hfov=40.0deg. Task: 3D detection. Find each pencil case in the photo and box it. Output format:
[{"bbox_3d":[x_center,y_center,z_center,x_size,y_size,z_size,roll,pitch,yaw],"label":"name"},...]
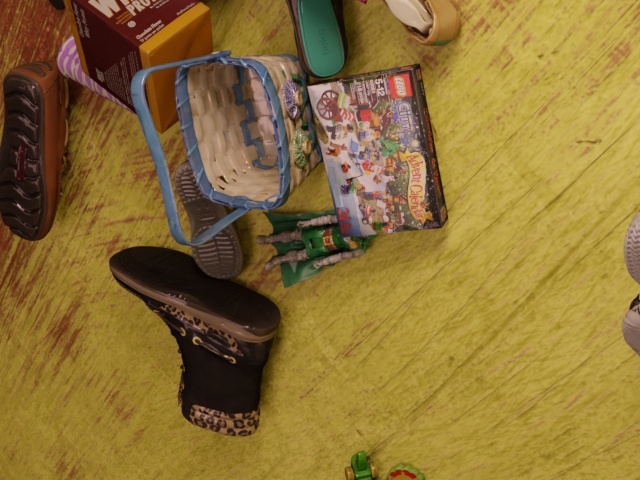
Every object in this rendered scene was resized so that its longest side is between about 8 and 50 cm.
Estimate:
[{"bbox_3d":[-0.370,-0.295,1.551,0.206,0.086,0.088,28,93,23],"label":"pencil case"}]

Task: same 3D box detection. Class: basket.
[{"bbox_3d":[-0.137,-0.158,1.286,0.201,0.289,0.255,9,120,41],"label":"basket"}]

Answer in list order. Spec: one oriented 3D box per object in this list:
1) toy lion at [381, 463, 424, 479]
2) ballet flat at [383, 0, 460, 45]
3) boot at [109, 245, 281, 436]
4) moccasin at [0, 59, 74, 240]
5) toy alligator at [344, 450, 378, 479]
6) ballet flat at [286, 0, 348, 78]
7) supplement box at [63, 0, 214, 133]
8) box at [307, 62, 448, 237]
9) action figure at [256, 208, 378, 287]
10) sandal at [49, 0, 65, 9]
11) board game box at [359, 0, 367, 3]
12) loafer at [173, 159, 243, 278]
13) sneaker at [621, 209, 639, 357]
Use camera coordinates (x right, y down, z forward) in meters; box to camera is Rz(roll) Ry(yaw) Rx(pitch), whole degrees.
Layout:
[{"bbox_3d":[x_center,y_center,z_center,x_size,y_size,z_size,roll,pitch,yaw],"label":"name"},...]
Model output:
[{"bbox_3d":[0.139,0.439,1.539,0.100,0.034,0.096,-10,100,27],"label":"toy lion"},{"bbox_3d":[0.094,-0.349,1.153,0.232,0.073,0.080,49,135,9],"label":"ballet flat"},{"bbox_3d":[-0.247,0.188,1.666,0.377,0.138,0.284,21,124,23],"label":"boot"},{"bbox_3d":[-0.560,-0.173,1.740,0.139,0.147,0.380,16,118,16],"label":"moccasin"},{"bbox_3d":[0.075,0.449,1.593,0.051,0.056,0.190,-119,21,-64],"label":"toy alligator"},{"bbox_3d":[-0.018,-0.365,1.217,0.096,0.095,0.281,-111,15,-61],"label":"ballet flat"},{"bbox_3d":[-0.282,-0.315,1.393,0.194,0.129,0.191,37,154,18],"label":"supplement box"},{"bbox_3d":[0.084,-0.125,1.267,0.159,0.044,0.233,-6,109,24],"label":"box"},{"bbox_3d":[0.000,0.000,1.419,0.232,0.063,0.137,-13,100,38],"label":"action figure"},{"bbox_3d":[-0.451,-0.473,1.552,0.067,0.040,0.179,52,133,6],"label":"sandal"},{"bbox_3d":[0.003,-0.406,1.098,0.193,0.045,0.147,27,105,1],"label":"board game box"},{"bbox_3d":[-0.183,-0.043,1.538,0.094,0.087,0.251,-1,125,11],"label":"loafer"},{"bbox_3d":[0.447,0.013,1.016,0.137,0.210,0.366,19,157,31],"label":"sneaker"}]
